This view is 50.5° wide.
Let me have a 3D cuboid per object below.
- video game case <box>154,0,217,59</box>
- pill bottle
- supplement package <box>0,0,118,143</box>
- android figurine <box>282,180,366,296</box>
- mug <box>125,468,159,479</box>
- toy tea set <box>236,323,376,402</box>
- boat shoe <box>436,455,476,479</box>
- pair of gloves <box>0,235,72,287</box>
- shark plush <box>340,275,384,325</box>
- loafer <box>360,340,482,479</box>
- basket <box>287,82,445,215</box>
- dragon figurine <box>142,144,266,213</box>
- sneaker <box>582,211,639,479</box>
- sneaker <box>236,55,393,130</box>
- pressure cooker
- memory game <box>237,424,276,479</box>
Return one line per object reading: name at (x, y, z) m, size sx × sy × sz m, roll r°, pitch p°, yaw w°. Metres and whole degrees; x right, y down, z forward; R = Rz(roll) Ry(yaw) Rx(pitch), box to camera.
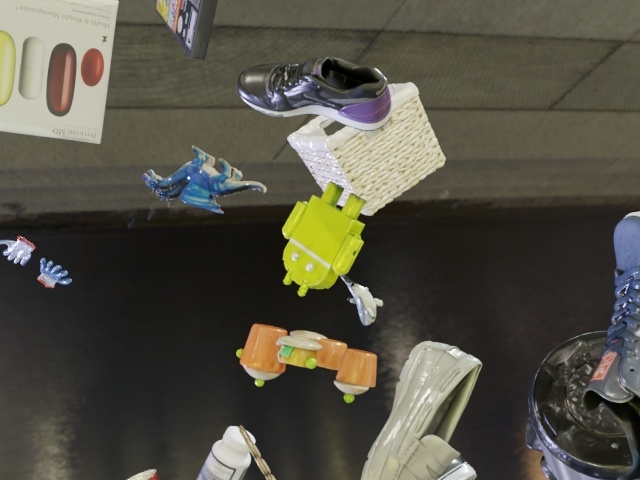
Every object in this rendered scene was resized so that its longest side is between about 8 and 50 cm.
video game case at (-0.249, -0.528, 1.306) m, size 0.035 × 0.248 × 0.275 m, roll -3°, pitch 129°, yaw -32°
pill bottle at (-0.243, 0.580, 1.756) m, size 0.108 × 0.108 × 0.180 m, roll 21°, pitch 100°, yaw -42°
supplement package at (-0.411, -0.262, 0.971) m, size 0.194 × 0.149 × 0.203 m, roll 3°, pitch 107°, yaw -29°
android figurine at (0.000, 0.000, 1.606) m, size 0.056 × 0.248 × 0.273 m, roll 23°, pitch 99°, yaw -44°
mug at (-0.388, 0.616, 1.491) m, size 0.113 × 0.169 × 0.150 m, roll -23°, pitch -179°, yaw 6°
toy tea set at (-0.029, 0.253, 1.338) m, size 0.199 × 0.124 × 0.336 m, roll 13°, pitch 176°, yaw -26°
boat shoe at (0.182, 0.503, 1.369) m, size 0.306 × 0.105 × 0.113 m, roll -19°, pitch 141°, yaw -33°
pair of gloves at (-0.729, 0.057, 1.723) m, size 0.198 × 0.023 × 0.159 m, roll 40°, pitch 144°, yaw -19°
shark plush at (0.098, 0.160, 1.822) m, size 0.067 × 0.073 × 0.161 m, roll -26°, pitch 115°, yaw 41°
loafer at (0.147, 0.305, 1.002) m, size 0.111 × 0.320 × 0.112 m, roll 10°, pitch 162°, yaw 38°
basket at (0.135, -0.278, 2.032) m, size 0.328 × 0.331 × 0.267 m, roll -35°, pitch 112°, yaw -12°
dragon figurine at (-0.243, -0.107, 1.452) m, size 0.144 × 0.289 × 0.085 m, roll -63°, pitch 160°, yaw -1°
sneaker at (0.380, 0.130, 0.809) m, size 0.148 × 0.350 × 0.131 m, roll -4°, pitch 157°, yaw -2°
sneaker at (-0.016, -0.278, 1.159) m, size 0.283 × 0.107 × 0.124 m, roll 11°, pitch 161°, yaw 14°
pressure cooker at (0.713, 0.465, 1.664) m, size 0.375 × 0.370 × 0.420 m, roll -38°, pitch 135°, yaw -5°
memory game at (-0.113, 0.448, 1.346) m, size 0.012 × 0.186 × 0.186 m, roll -32°, pitch 151°, yaw -12°
